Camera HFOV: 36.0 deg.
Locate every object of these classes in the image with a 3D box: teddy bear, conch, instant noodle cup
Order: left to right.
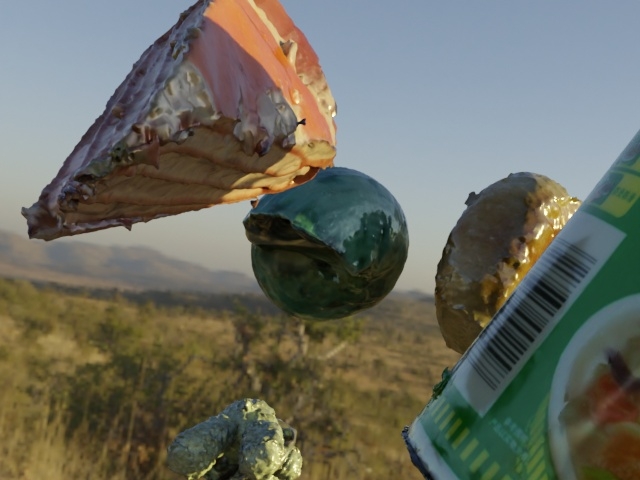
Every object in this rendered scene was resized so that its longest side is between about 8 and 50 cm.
[{"bbox_3d":[-0.080,0.225,1.031,0.133,0.111,0.213,6,-31,12],"label":"teddy bear"},{"bbox_3d":[-0.001,-0.001,1.024,0.196,0.134,0.202,37,-33,-23],"label":"conch"},{"bbox_3d":[0.163,0.051,0.420,0.207,0.232,0.207,44,4,-4],"label":"instant noodle cup"}]

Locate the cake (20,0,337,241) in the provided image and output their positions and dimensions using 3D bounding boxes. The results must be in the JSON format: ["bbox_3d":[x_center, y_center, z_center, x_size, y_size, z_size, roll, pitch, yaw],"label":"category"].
[{"bbox_3d":[-0.059,-0.059,0.523,0.098,0.135,0.287,-22,17,22],"label":"cake"}]

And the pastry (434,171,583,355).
[{"bbox_3d":[0.183,0.028,0.959,0.093,0.192,0.182,24,-3,33],"label":"pastry"}]
